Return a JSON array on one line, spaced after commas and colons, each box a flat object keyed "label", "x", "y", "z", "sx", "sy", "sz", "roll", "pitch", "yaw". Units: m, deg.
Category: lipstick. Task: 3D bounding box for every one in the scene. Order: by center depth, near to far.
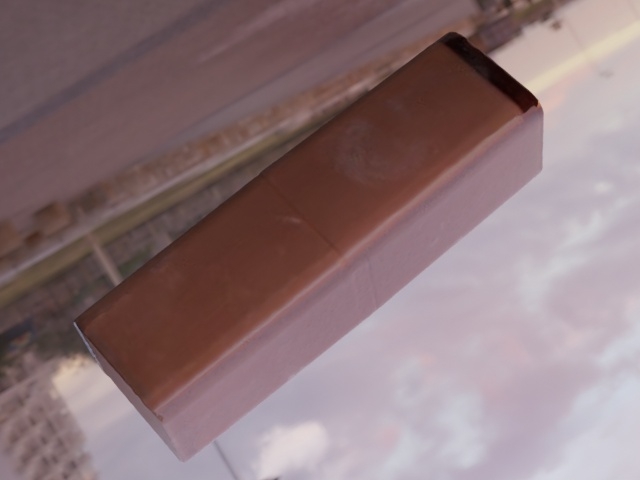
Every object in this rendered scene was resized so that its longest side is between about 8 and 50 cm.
[{"label": "lipstick", "x": 0.000, "y": 0.000, "z": 0.418, "sx": 0.145, "sy": 0.045, "sz": 0.045, "roll": -39, "pitch": 155, "yaw": -14}]
